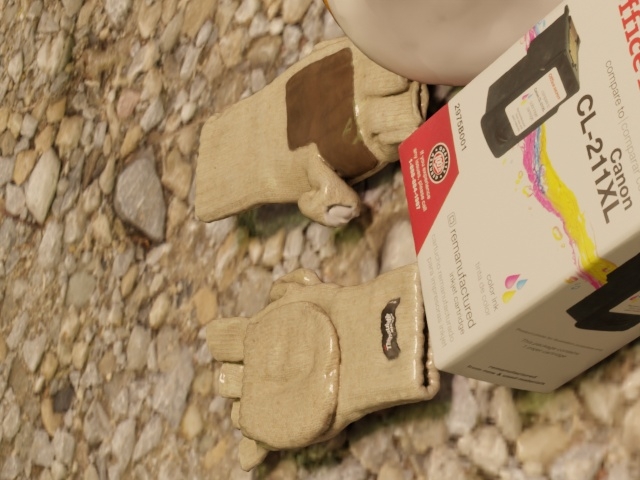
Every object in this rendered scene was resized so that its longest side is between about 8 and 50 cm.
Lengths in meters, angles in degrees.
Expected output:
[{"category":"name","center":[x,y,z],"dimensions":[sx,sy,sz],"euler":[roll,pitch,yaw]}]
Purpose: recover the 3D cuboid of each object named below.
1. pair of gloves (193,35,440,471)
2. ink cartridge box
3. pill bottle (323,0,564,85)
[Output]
[{"category":"pair of gloves","center":[0.000,0.000,0.894],"dimensions":[0.204,0.042,0.240],"euler":[-29,57,46]},{"category":"ink cartridge box","center":[0.120,-0.030,0.688],"dimensions":[0.175,0.072,0.127],"euler":[-42,45,43]},{"category":"pill bottle","center":[0.038,-0.216,0.802],"dimensions":[0.162,0.162,0.278],"euler":[-57,37,27]}]
